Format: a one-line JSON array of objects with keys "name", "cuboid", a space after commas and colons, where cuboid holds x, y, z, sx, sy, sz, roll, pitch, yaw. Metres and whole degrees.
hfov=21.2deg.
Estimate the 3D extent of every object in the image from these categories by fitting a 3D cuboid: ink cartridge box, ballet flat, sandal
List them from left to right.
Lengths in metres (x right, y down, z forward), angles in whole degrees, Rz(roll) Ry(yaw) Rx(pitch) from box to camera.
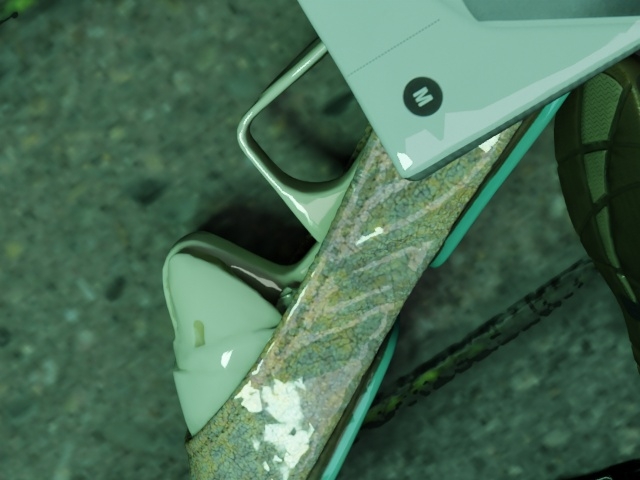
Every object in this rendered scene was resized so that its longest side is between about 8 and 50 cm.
[{"name": "ballet flat", "cuboid": [0.000, 0.000, 0.705, 0.106, 0.107, 0.316, 29, 100, -7]}, {"name": "ink cartridge box", "cuboid": [0.070, -0.169, 0.611, 0.224, 0.045, 0.223, -32, 89, 5]}, {"name": "sandal", "cuboid": [0.160, 0.008, 0.734, 0.060, 0.090, 0.219, -32, 115, -12]}]

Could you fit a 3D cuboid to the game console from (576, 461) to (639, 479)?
[{"name": "game console", "cuboid": [0.038, 0.241, 0.843, 0.361, 0.044, 0.213, -15, 115, -1]}]
